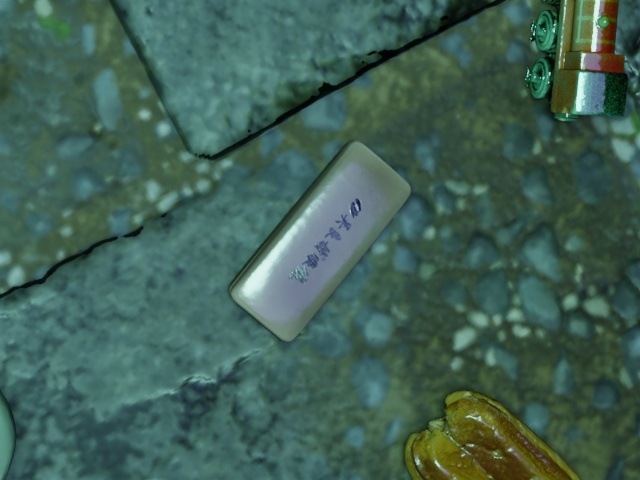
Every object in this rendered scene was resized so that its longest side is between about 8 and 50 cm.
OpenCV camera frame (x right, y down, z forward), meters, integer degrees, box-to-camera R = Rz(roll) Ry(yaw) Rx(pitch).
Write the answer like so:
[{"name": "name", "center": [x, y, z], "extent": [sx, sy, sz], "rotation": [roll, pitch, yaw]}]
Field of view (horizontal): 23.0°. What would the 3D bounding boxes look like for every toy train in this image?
[{"name": "toy train", "center": [0.149, -0.118, 0.888], "extent": [0.044, 0.064, 0.103], "rotation": [4, 94, -14]}]

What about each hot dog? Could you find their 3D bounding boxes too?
[{"name": "hot dog", "center": [0.120, 0.157, 0.913], "extent": [0.165, 0.045, 0.071], "rotation": [45, 81, -14]}]

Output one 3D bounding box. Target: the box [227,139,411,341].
[{"name": "box", "center": [0.000, 0.000, 0.879], "extent": [0.048, 0.025, 0.115], "rotation": [42, 83, -16]}]

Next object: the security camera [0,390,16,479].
[{"name": "security camera", "center": [-0.297, 0.059, 0.780], "extent": [0.301, 0.080, 0.157], "rotation": [39, 85, -12]}]
